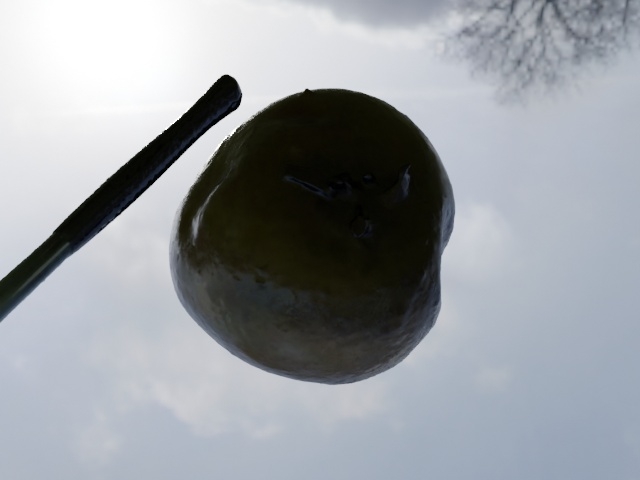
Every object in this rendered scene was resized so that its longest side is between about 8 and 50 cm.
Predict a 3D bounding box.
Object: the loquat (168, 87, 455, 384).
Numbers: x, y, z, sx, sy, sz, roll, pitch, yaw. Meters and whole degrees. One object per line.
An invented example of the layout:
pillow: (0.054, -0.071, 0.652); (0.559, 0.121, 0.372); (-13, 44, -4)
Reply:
loquat: (0.004, -0.002, 0.805); (0.213, 0.213, 0.213); (0, -146, 0)

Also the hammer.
hammer: (-0.121, -0.012, 0.584); (0.029, 0.103, 0.246); (35, -118, 13)
